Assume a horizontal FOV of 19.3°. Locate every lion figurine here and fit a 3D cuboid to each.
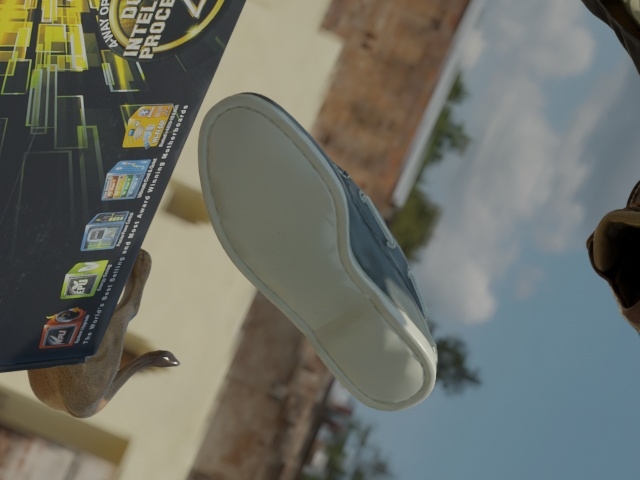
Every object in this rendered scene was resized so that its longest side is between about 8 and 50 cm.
[{"bbox_3d":[-0.267,0.051,1.768,0.142,0.392,0.240,-24,-151,27],"label":"lion figurine"}]

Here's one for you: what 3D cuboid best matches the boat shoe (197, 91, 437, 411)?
[{"bbox_3d":[0.000,0.000,1.600,0.116,0.319,0.099,-25,-157,21],"label":"boat shoe"}]

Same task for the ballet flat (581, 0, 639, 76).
[{"bbox_3d":[0.300,-0.230,1.811,0.203,0.074,0.074,62,-41,33],"label":"ballet flat"}]

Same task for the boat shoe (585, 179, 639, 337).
[{"bbox_3d":[0.333,0.006,1.886,0.123,0.123,0.342,-45,-163,28],"label":"boat shoe"}]

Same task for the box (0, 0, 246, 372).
[{"bbox_3d":[-0.232,-0.079,1.193,0.097,0.318,0.395,52,-52,36],"label":"box"}]
